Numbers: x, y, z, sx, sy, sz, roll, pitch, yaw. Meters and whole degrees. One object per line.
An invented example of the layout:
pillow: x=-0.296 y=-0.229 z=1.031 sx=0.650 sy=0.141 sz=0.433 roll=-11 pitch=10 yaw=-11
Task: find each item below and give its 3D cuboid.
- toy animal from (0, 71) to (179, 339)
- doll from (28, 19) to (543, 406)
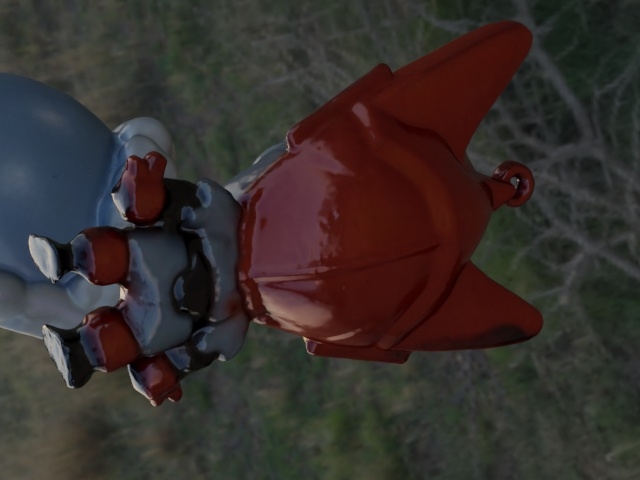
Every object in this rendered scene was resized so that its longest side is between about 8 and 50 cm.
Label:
toy animal: x=-0.177 y=-0.020 z=0.804 sx=0.208 sy=0.204 sz=0.156 roll=-170 pitch=96 yaw=-70
doll: x=0.000 y=0.000 z=0.396 sx=0.057 sy=0.169 sz=0.109 roll=18 pitch=119 yaw=51
